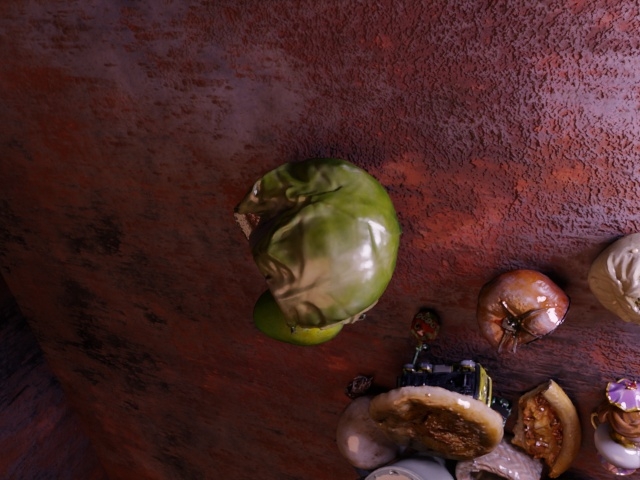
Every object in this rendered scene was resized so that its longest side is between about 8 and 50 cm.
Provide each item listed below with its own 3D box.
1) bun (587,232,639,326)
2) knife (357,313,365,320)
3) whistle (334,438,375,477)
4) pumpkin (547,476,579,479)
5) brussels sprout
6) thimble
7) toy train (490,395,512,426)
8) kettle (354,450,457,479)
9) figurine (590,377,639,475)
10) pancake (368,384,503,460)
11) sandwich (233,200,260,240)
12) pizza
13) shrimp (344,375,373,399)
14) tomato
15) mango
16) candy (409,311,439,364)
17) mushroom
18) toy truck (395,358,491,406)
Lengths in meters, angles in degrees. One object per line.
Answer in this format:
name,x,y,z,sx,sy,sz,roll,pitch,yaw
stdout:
bun,0.688,0.100,1.309,0.230,0.145,0.229,15,130,18
knife,0.052,0.239,1.902,0.207,0.014,0.030,-9,117,35
whistle,0.150,0.817,2.237,0.062,0.062,0.304,-21,110,41
pumpkin,0.730,0.805,1.791,0.238,0.159,0.237,14,124,22
brussels sprout,0.018,-0.006,1.527,0.361,0.342,0.425,-27,69,8
thimble,0.528,0.684,1.839,0.229,0.148,0.195,24,133,18
toy train,0.485,0.522,1.771,0.071,0.111,0.170,32,134,14
kettle,0.247,0.783,1.889,0.361,0.377,0.249,-11,79,26
figurine,0.764,0.461,1.531,0.190,0.142,0.263,33,139,40
pancake,0.309,0.512,1.708,0.387,0.082,0.386,13,141,11
sandwich,-0.142,-0.026,1.781,0.159,0.079,0.235,-26,106,42
pizza,0.625,0.527,1.708,0.182,0.074,0.365,4,124,19
shrimp,0.129,0.471,1.995,0.065,0.056,0.165,40,132,10
tomato,0.460,0.152,1.469,0.155,0.181,0.214,47,130,1
mango,-0.067,0.206,1.818,0.382,0.225,0.201,-11,113,59
candy,0.281,0.310,1.776,0.078,0.084,0.287,21,138,13
mushroom,0.156,0.603,1.991,0.244,0.243,0.243,17,130,21
toy truck,0.355,0.427,1.766,0.272,0.124,0.157,-11,146,36
